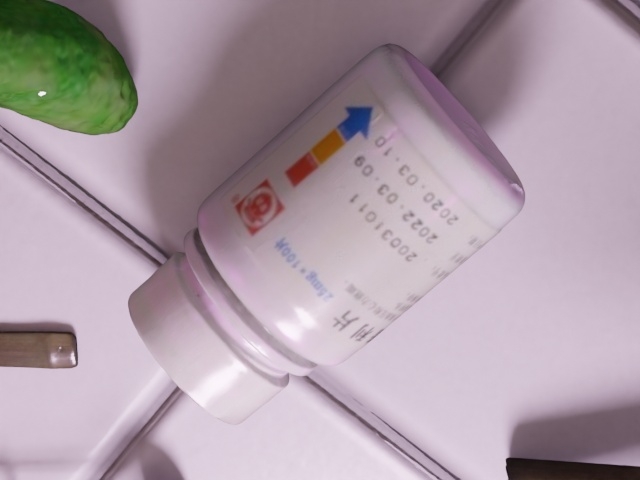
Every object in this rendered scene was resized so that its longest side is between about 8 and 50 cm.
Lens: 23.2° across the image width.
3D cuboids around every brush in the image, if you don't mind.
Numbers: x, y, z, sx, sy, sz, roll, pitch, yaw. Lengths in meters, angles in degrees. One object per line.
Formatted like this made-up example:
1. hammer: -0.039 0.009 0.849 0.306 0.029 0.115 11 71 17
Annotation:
1. brush: -0.300 0.093 1.313 0.190 0.027 0.034 2 107 1

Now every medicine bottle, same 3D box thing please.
1. medicine bottle: 0.000 0.000 1.199 0.293 0.170 0.170 -40 100 11

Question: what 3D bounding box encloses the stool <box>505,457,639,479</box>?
1. stool: 0.281 0.311 1.201 0.226 0.310 0.310 -14 102 7

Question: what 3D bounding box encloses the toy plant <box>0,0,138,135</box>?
1. toy plant: -0.298 -0.118 1.079 0.211 0.356 0.317 25 144 28
